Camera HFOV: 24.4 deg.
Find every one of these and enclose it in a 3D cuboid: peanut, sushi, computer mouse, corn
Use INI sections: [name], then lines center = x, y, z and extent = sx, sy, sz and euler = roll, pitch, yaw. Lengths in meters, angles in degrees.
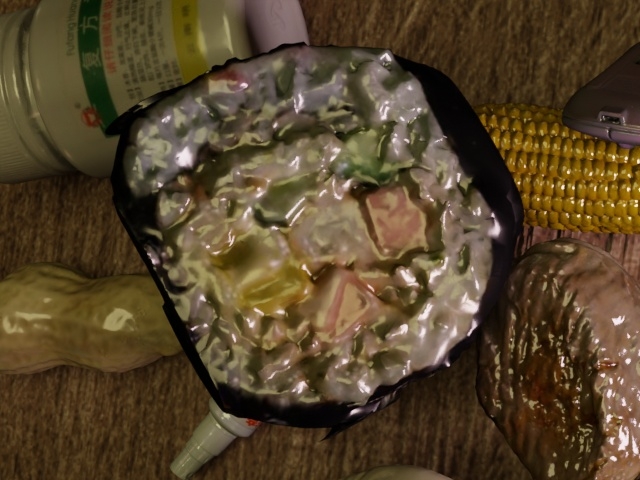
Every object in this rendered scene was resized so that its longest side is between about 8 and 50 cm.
[peanut]
center = -0.256, 0.081, 1.566
extent = 0.256, 0.123, 0.124
euler = -5, 82, 18
[sushi]
center = 0.000, 0.000, 1.341
extent = 0.328, 0.285, 0.328
euler = -31, 80, -1
[computer mouse]
center = 0.301, -0.129, 1.331
extent = 0.120, 0.232, 0.057
euler = 12, 119, 27
[corn]
center = 0.235, -0.067, 1.396
extent = 0.321, 0.119, 0.119
euler = 6, 86, 17

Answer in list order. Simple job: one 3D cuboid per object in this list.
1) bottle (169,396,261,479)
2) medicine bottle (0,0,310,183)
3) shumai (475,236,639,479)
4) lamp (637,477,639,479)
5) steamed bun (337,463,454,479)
[bottle]
center = -0.076, 0.160, 1.514
extent = 0.217, 0.060, 0.060
euler = -47, 70, 9
[medicine bottle]
center = -0.197, -0.174, 1.521
extent = 0.339, 0.208, 0.208
euler = -10, 80, 19
[shumai]
center = 0.250, 0.115, 1.331
extent = 0.184, 0.185, 0.218
euler = -43, 65, 31
[lamp]
center = 0.354, 0.290, 1.283
extent = 0.151, 0.215, 0.223
euler = 35, 129, 39
[steamed bun]
center = 0.088, 0.389, 1.276
extent = 0.342, 0.255, 0.368
euler = -8, 100, 31
